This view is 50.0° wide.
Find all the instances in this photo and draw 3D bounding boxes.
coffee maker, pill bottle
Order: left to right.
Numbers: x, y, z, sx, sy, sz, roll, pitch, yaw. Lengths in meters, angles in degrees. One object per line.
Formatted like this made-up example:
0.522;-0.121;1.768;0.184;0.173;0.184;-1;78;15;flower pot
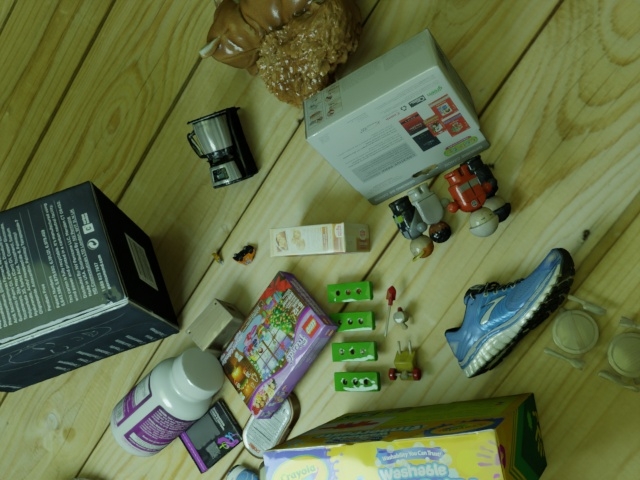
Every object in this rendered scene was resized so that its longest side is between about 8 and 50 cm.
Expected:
-0.374;0.394;1.698;0.301;0.169;0.169;-42;71;28;pill bottle
-0.223;-0.231;1.688;0.120;0.171;0.178;-6;107;48;coffee maker

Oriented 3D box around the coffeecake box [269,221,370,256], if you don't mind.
0.000;0.000;1.559;0.185;0.142;0.068;-4;87;27;coffeecake box

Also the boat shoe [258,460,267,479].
-0.081;0.644;1.606;0.095;0.095;0.257;-12;83;20;boat shoe

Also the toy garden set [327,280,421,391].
0.123;0.213;1.546;0.204;0.049;0.244;-7;84;28;toy garden set

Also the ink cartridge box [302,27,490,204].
0.164;-0.248;1.469;0.309;0.272;0.130;-26;46;23;ink cartridge box

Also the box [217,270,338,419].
-0.109;0.246;1.625;0.201;0.057;0.293;46;109;36;box

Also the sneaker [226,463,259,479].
-0.192;0.659;1.666;0.081;0.080;0.211;6;92;30;sneaker

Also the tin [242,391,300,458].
-0.122;0.442;1.665;0.106;0.040;0.189;34;103;28;tin

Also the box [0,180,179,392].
-0.639;0.135;1.600;0.472;0.480;0.297;-21;76;-4;box

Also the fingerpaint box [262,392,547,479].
0.177;0.427;1.331;0.445;0.371;0.163;-13;82;25;fingerpaint box

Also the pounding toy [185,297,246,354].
-0.261;0.214;1.701;0.100;0.141;0.130;43;92;21;pounding toy

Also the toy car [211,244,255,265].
-0.213;0.039;1.735;0.122;0.060;0.040;6;135;43;toy car

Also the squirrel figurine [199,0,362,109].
-0.100;-0.486;1.564;0.370;0.281;0.397;-32;72;29;squirrel figurine

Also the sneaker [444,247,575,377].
0.363;0.127;1.372;0.330;0.130;0.147;-51;62;27;sneaker

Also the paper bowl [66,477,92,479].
-0.649;0.787;1.851;0.284;0.148;0.284;-1;88;26;paper bowl

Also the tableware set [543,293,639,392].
0.548;0.202;1.339;0.194;0.039;0.128;24;87;19;tableware set

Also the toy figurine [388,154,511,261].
0.266;-0.060;1.397;0.209;0.213;0.148;-28;93;26;toy figurine

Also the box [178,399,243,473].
-0.275;0.498;1.742;0.162;0.029;0.116;-43;72;20;box
